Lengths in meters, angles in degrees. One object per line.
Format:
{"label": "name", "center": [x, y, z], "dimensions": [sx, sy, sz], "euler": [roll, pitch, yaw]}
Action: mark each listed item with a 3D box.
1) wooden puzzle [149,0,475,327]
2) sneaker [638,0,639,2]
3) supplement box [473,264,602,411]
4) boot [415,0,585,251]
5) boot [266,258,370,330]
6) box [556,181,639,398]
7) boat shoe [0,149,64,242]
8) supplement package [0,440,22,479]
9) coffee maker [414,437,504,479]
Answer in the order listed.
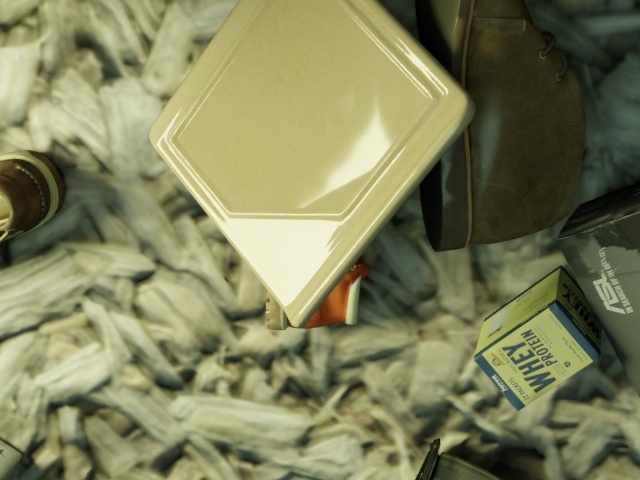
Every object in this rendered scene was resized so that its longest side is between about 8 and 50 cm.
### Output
{"label": "wooden puzzle", "center": [-0.012, -0.089, 1.042], "dimensions": [0.221, 0.044, 0.239], "euler": [-51, 58, 23]}
{"label": "sneaker", "center": [0.269, -0.239, 0.944], "dimensions": [0.162, 0.106, 0.281], "euler": [-29, 101, 24]}
{"label": "supplement box", "center": [0.173, 0.076, 1.088], "dimensions": [0.083, 0.083, 0.056], "euler": [-38, 98, 22]}
{"label": "boot", "center": [0.134, -0.143, 1.024], "dimensions": [0.115, 0.112, 0.305], "euler": [-5, 113, -6]}
{"label": "boot", "center": [0.000, 0.000, 1.121], "dimensions": [0.084, 0.059, 0.158], "euler": [3, 115, 4]}
{"label": "box", "center": [0.354, 0.075, 1.022], "dimensions": [0.242, 0.076, 0.307], "euler": [-21, 104, 34]}
{"label": "boat shoe", "center": [-0.347, -0.007, 1.173], "dimensions": [0.257, 0.095, 0.095], "euler": [-25, 102, 20]}
{"label": "supplement package", "center": [-0.440, 0.281, 1.242], "dimensions": [0.198, 0.199, 0.263], "euler": [32, 113, 1]}
{"label": "coffee maker", "center": [0.148, 0.272, 1.161], "dimensions": [0.178, 0.120, 0.171], "euler": [22, 136, 6]}
